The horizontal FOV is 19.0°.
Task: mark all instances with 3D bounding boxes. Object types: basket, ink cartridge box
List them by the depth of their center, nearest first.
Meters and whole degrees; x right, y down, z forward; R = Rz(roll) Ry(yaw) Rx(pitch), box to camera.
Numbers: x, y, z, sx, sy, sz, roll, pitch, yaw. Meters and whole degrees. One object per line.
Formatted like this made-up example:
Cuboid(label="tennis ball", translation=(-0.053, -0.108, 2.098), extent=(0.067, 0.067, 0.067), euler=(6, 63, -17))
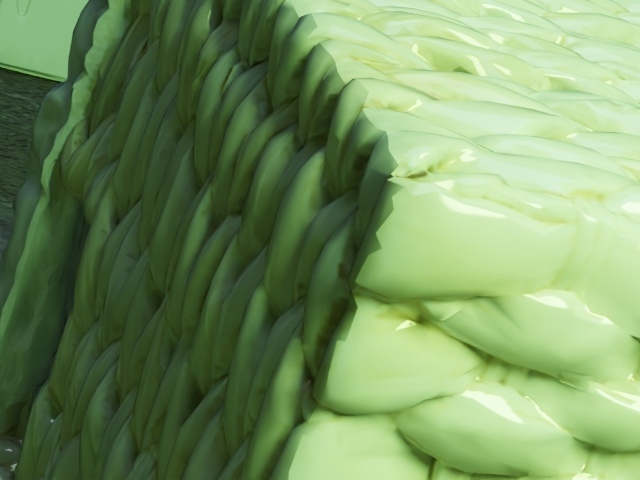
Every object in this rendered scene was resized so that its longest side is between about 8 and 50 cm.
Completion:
Cuboid(label="basket", translation=(0.069, 0.092, 0.564), extent=(0.331, 0.328, 0.266), euler=(15, 19, -19))
Cuboid(label="ink cartridge box", translation=(-0.236, -0.218, 1.532), extent=(0.127, 0.128, 0.176), euler=(13, 19, -25))
